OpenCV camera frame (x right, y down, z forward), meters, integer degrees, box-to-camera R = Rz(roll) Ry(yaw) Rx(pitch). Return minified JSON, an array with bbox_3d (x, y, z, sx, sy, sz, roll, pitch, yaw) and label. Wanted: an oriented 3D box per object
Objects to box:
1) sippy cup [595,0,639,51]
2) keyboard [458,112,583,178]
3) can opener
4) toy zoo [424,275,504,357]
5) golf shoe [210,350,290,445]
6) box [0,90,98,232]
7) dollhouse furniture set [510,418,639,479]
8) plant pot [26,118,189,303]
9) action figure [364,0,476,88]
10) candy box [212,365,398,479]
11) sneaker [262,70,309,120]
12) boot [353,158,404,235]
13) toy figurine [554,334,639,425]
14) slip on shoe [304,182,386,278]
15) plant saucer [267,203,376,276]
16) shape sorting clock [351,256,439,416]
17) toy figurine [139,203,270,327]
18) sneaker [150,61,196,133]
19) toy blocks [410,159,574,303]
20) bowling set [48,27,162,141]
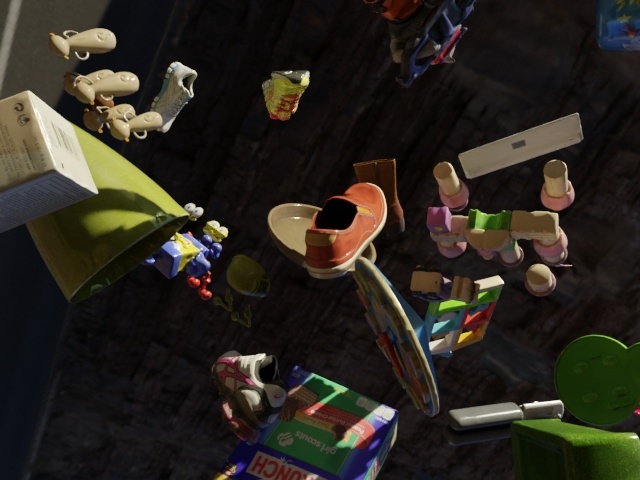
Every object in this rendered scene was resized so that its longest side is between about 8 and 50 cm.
[{"bbox_3d":[0.520,-0.371,0.774,0.305,0.224,0.240,42,54,-58],"label":"sippy cup"},{"bbox_3d":[0.438,-0.204,1.188,0.256,0.072,0.014,-18,-146,19],"label":"keyboard"},{"bbox_3d":[0.385,0.371,1.088,0.093,0.280,0.074,-124,-141,-65],"label":"can opener"},{"bbox_3d":[0.368,0.221,1.454,0.293,0.192,0.030,91,-19,-45],"label":"toy zoo"},{"bbox_3d":[-0.084,0.176,0.673,0.086,0.067,0.186,-45,-159,-6],"label":"golf shoe"},{"bbox_3d":[-0.496,-0.073,0.742,0.311,0.121,0.148,-22,174,-6],"label":"box"},{"bbox_3d":[0.249,0.269,0.338,0.151,0.197,0.302,66,22,-76],"label":"dollhouse furniture set"},{"bbox_3d":[-0.452,-0.080,1.036,0.275,0.293,0.275,-38,-177,2],"label":"plant pot"},{"bbox_3d":[0.189,-0.480,1.012,0.341,0.330,0.178,-47,-138,-7],"label":"action figure"},{"bbox_3d":[-0.023,0.455,1.130,0.317,0.268,0.122,-50,146,-39],"label":"candy box"},{"bbox_3d":[-0.072,-0.309,1.164,0.208,0.081,0.094,-166,-108,-74],"label":"sneaker"},{"bbox_3d":[0.157,-0.134,1.914,0.096,0.264,0.280,-88,165,-66],"label":"boot"},{"bbox_3d":[0.478,0.212,0.822,0.173,0.159,0.130,-34,-129,43],"label":"toy figurine"},{"bbox_3d":[0.054,-0.048,1.080,0.331,0.123,0.101,-52,139,-54],"label":"slip on shoe"},{"bbox_3d":[0.000,0.000,1.295,0.278,0.278,0.041,-79,-169,-61],"label":"plant saucer"},{"bbox_3d":[0.087,0.117,0.658,0.040,0.206,0.206,-26,-177,-10],"label":"shape sorting clock"},{"bbox_3d":[-0.321,0.065,1.264,0.217,0.362,0.191,-7,129,-55],"label":"toy figurine"},{"bbox_3d":[-0.380,-0.370,1.417,0.071,0.083,0.191,11,99,-66],"label":"sneaker"},{"bbox_3d":[0.375,0.018,1.153,0.260,0.288,0.309,43,56,-57],"label":"toy blocks"},{"bbox_3d":[-0.527,-0.328,1.277,0.154,0.287,0.200,-32,-179,-42],"label":"bowling set"}]
